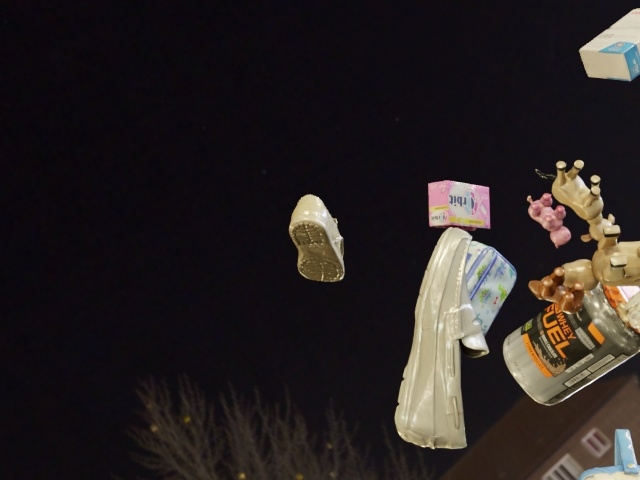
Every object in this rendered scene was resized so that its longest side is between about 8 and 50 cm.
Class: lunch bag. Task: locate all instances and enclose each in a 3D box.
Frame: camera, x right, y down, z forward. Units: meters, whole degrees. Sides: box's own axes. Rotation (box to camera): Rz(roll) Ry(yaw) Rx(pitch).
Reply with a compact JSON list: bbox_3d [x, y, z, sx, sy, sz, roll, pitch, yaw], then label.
[{"bbox_3d":[0.379,0.124,2.152,0.176,0.090,0.219,43,-103,-37],"label":"lunch bag"}]

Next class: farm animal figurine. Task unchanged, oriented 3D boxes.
[{"bbox_3d":[0.558,0.025,1.713,0.172,0.327,0.330,73,-148,-60],"label":"farm animal figurine"}]

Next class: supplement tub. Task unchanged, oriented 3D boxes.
[{"bbox_3d":[0.630,0.235,2.107,0.338,0.207,0.207,-42,-29,29],"label":"supplement tub"}]

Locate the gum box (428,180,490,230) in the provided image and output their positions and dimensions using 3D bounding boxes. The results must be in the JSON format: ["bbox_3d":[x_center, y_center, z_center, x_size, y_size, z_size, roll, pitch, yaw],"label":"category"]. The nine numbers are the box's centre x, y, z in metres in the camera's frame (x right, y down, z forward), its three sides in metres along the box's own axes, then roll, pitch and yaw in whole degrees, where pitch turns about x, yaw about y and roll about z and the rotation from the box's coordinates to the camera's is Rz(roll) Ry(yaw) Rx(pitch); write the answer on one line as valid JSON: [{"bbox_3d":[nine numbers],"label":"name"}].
[{"bbox_3d":[0.351,-0.085,2.167,0.188,0.062,0.107,4,-97,-45],"label":"gum box"}]

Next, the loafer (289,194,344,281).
[{"bbox_3d":[0.000,0.000,1.761,0.268,0.102,0.092,78,-161,-60],"label":"loafer"}]

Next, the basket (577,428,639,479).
[{"bbox_3d":[0.552,0.501,1.552,0.289,0.201,0.254,-29,-64,-71],"label":"basket"}]

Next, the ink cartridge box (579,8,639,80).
[{"bbox_3d":[0.730,-0.460,2.033,0.191,0.140,0.082,-35,-62,-15],"label":"ink cartridge box"}]

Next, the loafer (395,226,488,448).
[{"bbox_3d":[0.189,0.140,1.255,0.112,0.112,0.319,44,-124,-74],"label":"loafer"}]
